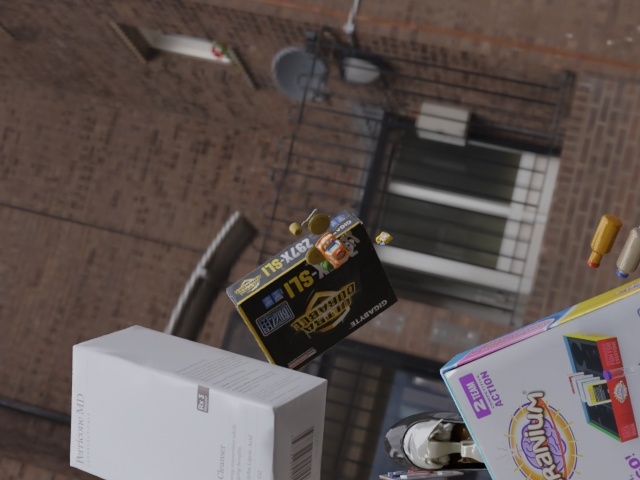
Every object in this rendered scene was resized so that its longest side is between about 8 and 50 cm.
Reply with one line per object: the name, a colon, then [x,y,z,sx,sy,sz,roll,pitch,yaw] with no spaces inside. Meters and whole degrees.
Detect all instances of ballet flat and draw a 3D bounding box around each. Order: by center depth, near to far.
ballet flat: [0.212,0.308,1.498,0.096,0.280,0.095,10,-105,-61]

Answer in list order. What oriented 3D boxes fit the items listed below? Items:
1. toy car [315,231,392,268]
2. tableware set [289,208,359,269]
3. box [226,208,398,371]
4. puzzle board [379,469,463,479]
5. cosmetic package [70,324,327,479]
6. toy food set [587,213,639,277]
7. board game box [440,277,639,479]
toy car: [0.056,0.000,1.558,0.060,0.122,0.040,66,164,-16]
tableware set: [0.000,0.000,1.949,0.104,0.024,0.154,-49,-48,9]
box: [-0.013,0.120,2.135,0.322,0.079,0.257,-33,-53,-9]
puzzle board: [0.181,0.420,1.765,0.096,0.128,0.011,146,120,-73]
cosmetic package: [-0.193,0.282,1.501,0.156,0.385,0.217,-17,-67,-59]
toy food set: [0.628,0.018,1.859,0.111,0.232,0.104,56,139,48]
board game box: [0.293,0.151,0.814,0.242,0.316,0.064,65,-158,3]
